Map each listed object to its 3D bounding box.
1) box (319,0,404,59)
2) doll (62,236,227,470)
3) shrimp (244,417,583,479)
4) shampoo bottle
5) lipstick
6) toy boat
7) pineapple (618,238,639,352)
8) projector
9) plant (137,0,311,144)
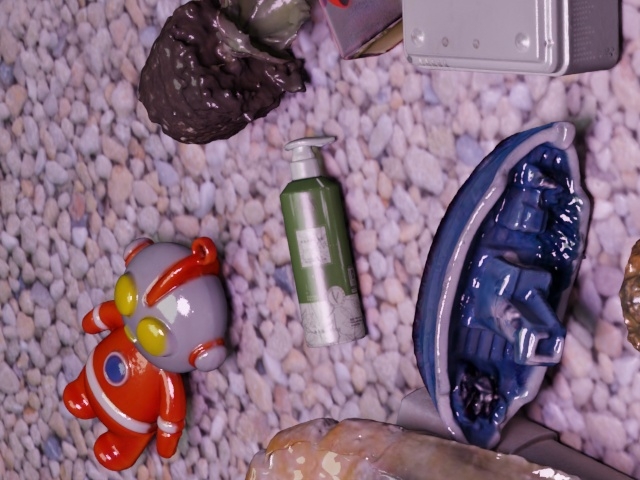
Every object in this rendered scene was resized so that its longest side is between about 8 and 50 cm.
[{"bbox_3d":[0.032,-0.290,1.799,0.120,0.069,0.224,-34,73,46],"label":"box"},{"bbox_3d":[-0.184,0.112,2.097,0.199,0.105,0.336,57,135,24],"label":"doll"},{"bbox_3d":[0.116,0.271,1.645,0.446,0.110,0.221,5,96,30],"label":"shrimp"},{"bbox_3d":[0.000,0.000,1.905,0.065,0.065,0.204,-10,91,49],"label":"shampoo bottle"},{"bbox_3d":[0.183,0.208,1.729,0.253,0.077,0.079,24,117,38],"label":"lipstick"},{"bbox_3d":[0.165,0.043,1.669,0.142,0.129,0.309,31,110,56],"label":"toy boat"},{"bbox_3d":[0.354,0.055,1.498,0.251,0.125,0.125,6,103,37],"label":"pineapple"},{"bbox_3d":[0.155,-0.270,1.643,0.192,0.099,0.256,9,105,46],"label":"projector"},{"bbox_3d":[-0.090,-0.182,1.910,0.203,0.131,0.142,-35,71,56],"label":"plant"}]
